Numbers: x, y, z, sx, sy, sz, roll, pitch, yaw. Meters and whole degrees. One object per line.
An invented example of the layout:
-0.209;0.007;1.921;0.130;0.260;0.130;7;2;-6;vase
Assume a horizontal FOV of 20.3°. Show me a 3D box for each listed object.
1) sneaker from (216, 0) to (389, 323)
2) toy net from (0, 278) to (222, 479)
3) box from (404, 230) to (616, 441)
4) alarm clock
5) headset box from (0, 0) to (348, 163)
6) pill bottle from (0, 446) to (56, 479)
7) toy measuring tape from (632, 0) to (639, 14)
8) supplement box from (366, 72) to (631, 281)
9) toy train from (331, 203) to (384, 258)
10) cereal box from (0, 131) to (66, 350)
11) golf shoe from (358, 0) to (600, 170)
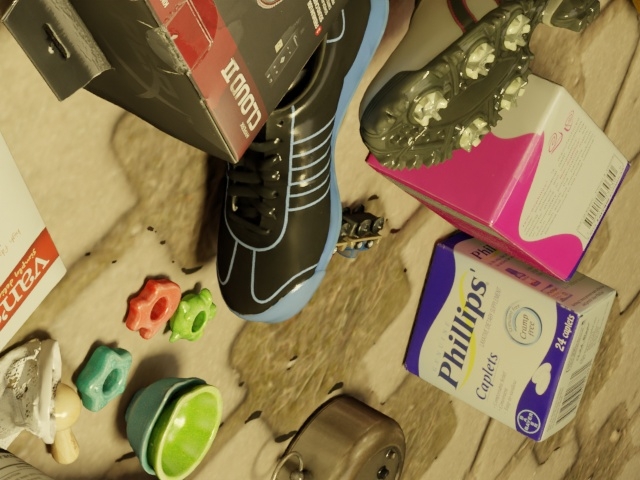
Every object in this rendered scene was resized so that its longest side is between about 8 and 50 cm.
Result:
-0.029;-0.059;1.059;0.090;0.081;0.232;-6;113;-58;sneaker
-0.124;0.085;1.046;0.232;0.045;0.122;5;110;-63;toy net
0.152;0.074;1.460;0.072;0.137;0.126;-25;135;-52;box
0.008;0.188;1.388;0.192;0.064;0.129;21;95;-62;alarm clock
-0.046;-0.195;0.845;0.293;0.110;0.218;-57;154;-14;headset box
-0.162;0.158;0.894;0.094;0.169;0.094;-43;148;-37;pill bottle
0.296;-0.254;1.508;0.121;0.121;0.330;-55;132;-17;toy measuring tape
0.139;-0.058;1.337;0.111;0.114;0.220;-62;156;-1;supplement box
0.000;0.000;1.225;0.158;0.027;0.036;-11;127;-59;toy train
-0.209;0.005;0.799;0.173;0.047;0.240;-53;153;-22;cereal box
0.095;-0.151;1.162;0.273;0.120;0.105;-46;156;-30;golf shoe
